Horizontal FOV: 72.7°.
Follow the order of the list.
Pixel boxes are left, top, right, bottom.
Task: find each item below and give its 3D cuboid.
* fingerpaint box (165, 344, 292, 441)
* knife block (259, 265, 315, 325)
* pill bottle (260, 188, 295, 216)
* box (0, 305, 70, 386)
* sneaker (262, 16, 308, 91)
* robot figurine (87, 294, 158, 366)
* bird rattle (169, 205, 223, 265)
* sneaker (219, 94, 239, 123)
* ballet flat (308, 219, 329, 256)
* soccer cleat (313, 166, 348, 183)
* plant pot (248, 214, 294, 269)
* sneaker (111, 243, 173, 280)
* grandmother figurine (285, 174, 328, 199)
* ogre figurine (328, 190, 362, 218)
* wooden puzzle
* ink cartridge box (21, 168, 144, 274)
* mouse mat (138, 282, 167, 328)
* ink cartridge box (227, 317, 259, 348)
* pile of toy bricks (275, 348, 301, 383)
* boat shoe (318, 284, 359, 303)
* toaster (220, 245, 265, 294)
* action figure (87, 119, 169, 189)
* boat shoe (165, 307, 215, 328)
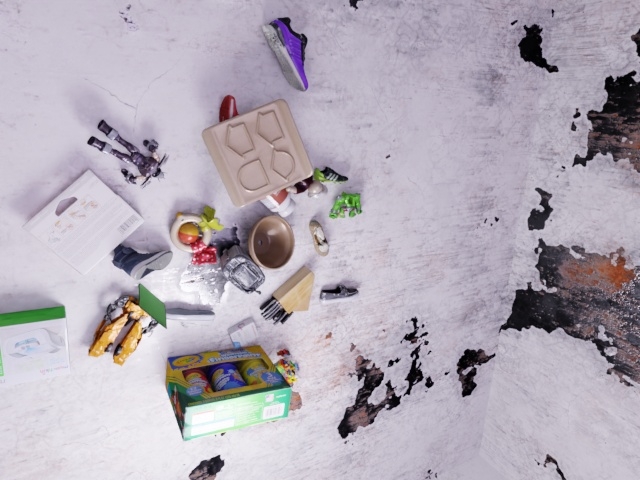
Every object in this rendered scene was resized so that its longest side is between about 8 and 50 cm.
[{"bbox_3d":[-0.403,0.629,1.873,0.444,0.371,0.163,0,106,-30],"label":"fingerpaint box"},{"bbox_3d":[-0.167,0.261,2.058,0.242,0.088,0.276,3,105,-32],"label":"knife block"},{"bbox_3d":[-0.206,-0.203,1.861,0.121,0.121,0.216,-49,124,-7],"label":"pill bottle"},{"bbox_3d":[-1.054,0.377,1.558,0.261,0.126,0.231,-4,106,-30],"label":"box"},{"bbox_3d":[-0.099,-0.755,1.751,0.146,0.102,0.293,-40,122,-14],"label":"sneaker"},{"bbox_3d":[-0.780,0.346,1.730,0.211,0.085,0.291,34,88,-34],"label":"robot figurine"},{"bbox_3d":[-0.508,-0.021,1.774,0.206,0.143,0.254,14,112,-21],"label":"bird rattle"},{"bbox_3d":[-0.331,-0.464,1.737,0.128,0.087,0.221,-10,123,-37],"label":"sneaker"},{"bbox_3d":[0.000,0.000,2.082,0.073,0.067,0.206,-34,120,-17],"label":"ballet flat"},{"bbox_3d":[0.053,-0.303,2.018,0.178,0.060,0.072,-1,105,-27],"label":"soccer cleat"},{"bbox_3d":[-0.234,0.010,1.903,0.237,0.109,0.238,1,88,-44],"label":"plant pot"},{"bbox_3d":[-0.696,0.061,1.686,0.226,0.163,0.086,-34,147,-65],"label":"sneaker"},{"bbox_3d":[-0.097,-0.289,1.880,0.342,0.104,0.208,38,64,-32],"label":"grandmother figurine"},{"bbox_3d":[0.131,-0.169,2.088,0.196,0.097,0.118,0,118,-19],"label":"ogre figurine"},{"bbox_3d":[-0.241,-0.340,1.702,0.347,0.080,0.322,-25,106,-8],"label":"wooden puzzle"},{"bbox_3d":[-0.842,-0.066,1.567,0.296,0.066,0.261,-45,119,-10],"label":"ink cartridge box"},{"bbox_3d":[-0.660,0.256,1.708,0.007,0.190,0.153,-39,121,-3],"label":"mouse mat"},{"bbox_3d":[-0.359,0.431,2.024,0.122,0.052,0.089,-25,118,-20],"label":"ink cartridge box"},{"bbox_3d":[-0.186,0.635,2.179,0.105,0.118,0.212,-21,137,7],"label":"pile of toy bricks"},{"bbox_3d":[0.098,0.265,2.228,0.228,0.080,0.076,-6,111,-21],"label":"boat shoe"},{"bbox_3d":[-0.333,0.125,1.872,0.129,0.146,0.227,-42,122,2],"label":"toaster"},{"bbox_3d":[-0.678,-0.307,1.570,0.285,0.099,0.185,38,78,-37],"label":"action figure"},{"bbox_3d":[-0.560,0.341,1.857,0.226,0.083,0.076,10,100,-33],"label":"boat shoe"}]
